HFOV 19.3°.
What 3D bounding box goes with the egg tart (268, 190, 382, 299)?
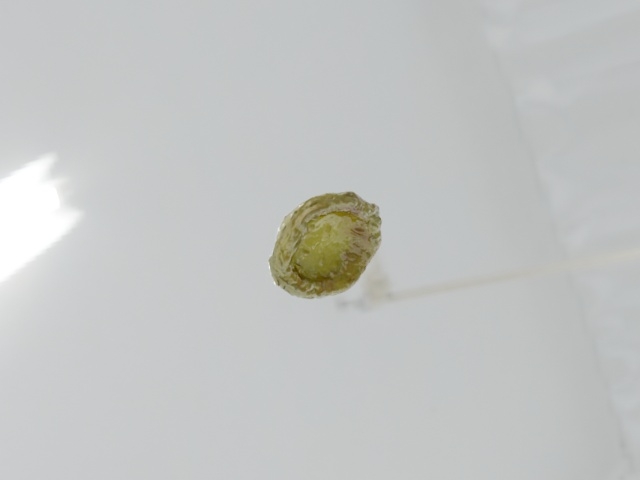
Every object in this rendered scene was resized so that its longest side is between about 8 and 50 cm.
[{"bbox_3d":[0.000,0.000,1.478,0.105,0.039,0.105,-20,-52,-28],"label":"egg tart"}]
